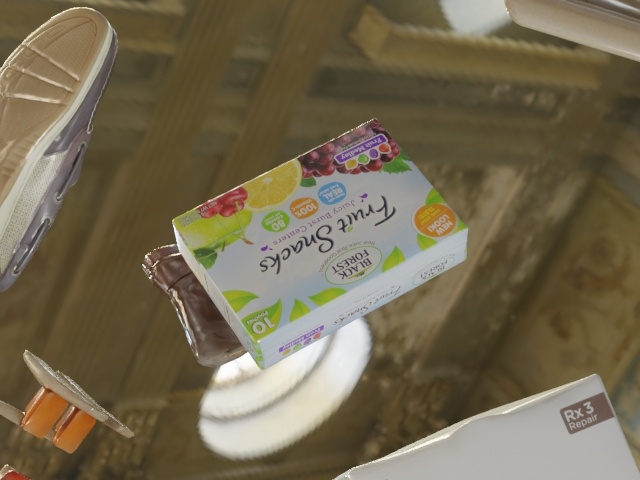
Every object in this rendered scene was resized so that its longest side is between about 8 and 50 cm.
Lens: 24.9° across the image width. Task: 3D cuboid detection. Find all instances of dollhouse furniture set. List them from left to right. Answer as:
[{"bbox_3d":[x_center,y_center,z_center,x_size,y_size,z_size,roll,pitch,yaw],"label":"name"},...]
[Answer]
[{"bbox_3d":[-0.292,0.238,1.283,0.135,0.262,0.259,34,170,21],"label":"dollhouse furniture set"}]

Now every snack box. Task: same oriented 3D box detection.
[{"bbox_3d":[0.000,0.000,0.843,0.141,0.037,0.100,-28,-121,-15],"label":"snack box"}]

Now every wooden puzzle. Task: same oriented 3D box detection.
[{"bbox_3d":[0.240,-0.213,1.316,0.221,0.044,0.238,14,-154,-14],"label":"wooden puzzle"}]

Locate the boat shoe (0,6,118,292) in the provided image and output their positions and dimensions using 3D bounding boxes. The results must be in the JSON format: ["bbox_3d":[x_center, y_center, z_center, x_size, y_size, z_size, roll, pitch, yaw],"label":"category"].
[{"bbox_3d":[-0.269,-0.082,1.364,0.103,0.285,0.092,20,170,33],"label":"boat shoe"}]

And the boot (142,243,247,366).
[{"bbox_3d":[-0.058,0.037,1.025,0.106,0.037,0.114,-21,-136,-20],"label":"boot"}]

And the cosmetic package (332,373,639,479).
[{"bbox_3d":[0.135,0.236,1.257,0.385,0.217,0.156,95,153,-81],"label":"cosmetic package"}]
